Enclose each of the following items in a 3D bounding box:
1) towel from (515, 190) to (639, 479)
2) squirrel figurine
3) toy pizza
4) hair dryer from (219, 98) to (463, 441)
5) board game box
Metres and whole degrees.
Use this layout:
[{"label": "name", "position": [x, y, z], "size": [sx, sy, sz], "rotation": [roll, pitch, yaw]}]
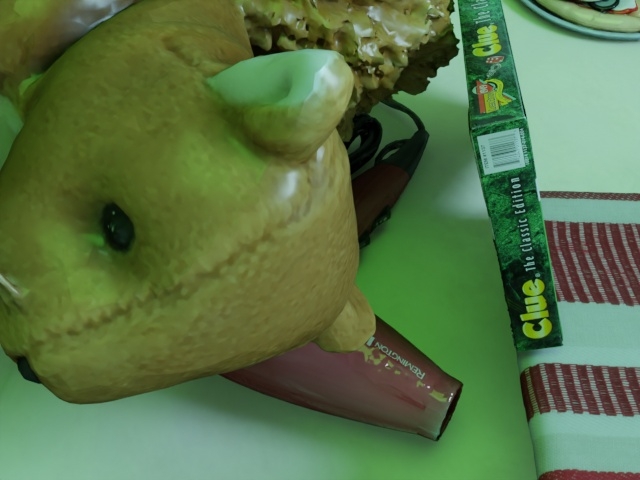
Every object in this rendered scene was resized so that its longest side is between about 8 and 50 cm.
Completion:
[{"label": "towel", "position": [0.221, 0.079, 0.468], "size": [0.237, 0.037, 0.329], "rotation": [3, 37, 3]}, {"label": "squirrel figurine", "position": [-0.087, -0.111, 0.475], "size": [0.397, 0.281, 0.370], "rotation": [-36, 53, -25]}, {"label": "toy pizza", "position": [0.248, -0.243, 0.755], "size": [0.201, 0.032, 0.201], "rotation": [-2, 55, 3]}, {"label": "hair dryer", "position": [0.000, 0.000, 0.575], "size": [0.223, 0.080, 0.294], "rotation": [-20, 56, -8]}, {"label": "board game box", "position": [0.106, -0.071, 0.534], "size": [0.030, 0.136, 0.260], "rotation": [-8, 33, 12]}]
